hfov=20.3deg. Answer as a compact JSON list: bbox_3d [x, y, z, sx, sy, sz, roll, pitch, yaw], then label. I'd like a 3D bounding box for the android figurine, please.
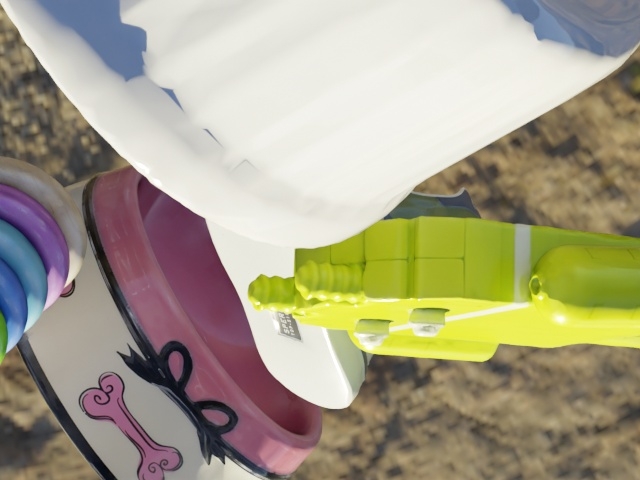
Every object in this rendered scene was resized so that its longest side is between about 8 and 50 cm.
[{"bbox_3d":[0.098,0.030,0.975,0.273,0.248,0.056,5,81,-27],"label":"android figurine"}]

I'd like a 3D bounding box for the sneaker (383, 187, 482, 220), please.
[{"bbox_3d":[0.040,-0.008,1.463,0.192,0.086,0.064,0,148,2],"label":"sneaker"}]

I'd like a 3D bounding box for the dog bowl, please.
[{"bbox_3d":[-0.149,0.100,1.814,0.150,0.408,0.408,-33,130,12],"label":"dog bowl"}]

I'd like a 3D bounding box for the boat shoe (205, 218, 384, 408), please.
[{"bbox_3d":[0.000,0.000,1.112,0.088,0.096,0.267,-56,148,-29],"label":"boat shoe"}]

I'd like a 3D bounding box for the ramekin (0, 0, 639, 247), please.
[{"bbox_3d":[0.003,-0.150,0.621,0.135,0.277,0.277,-24,134,30],"label":"ramekin"}]

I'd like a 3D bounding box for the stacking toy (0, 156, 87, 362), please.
[{"bbox_3d":[-0.303,0.070,1.412,0.141,0.330,0.141,8,124,12],"label":"stacking toy"}]
